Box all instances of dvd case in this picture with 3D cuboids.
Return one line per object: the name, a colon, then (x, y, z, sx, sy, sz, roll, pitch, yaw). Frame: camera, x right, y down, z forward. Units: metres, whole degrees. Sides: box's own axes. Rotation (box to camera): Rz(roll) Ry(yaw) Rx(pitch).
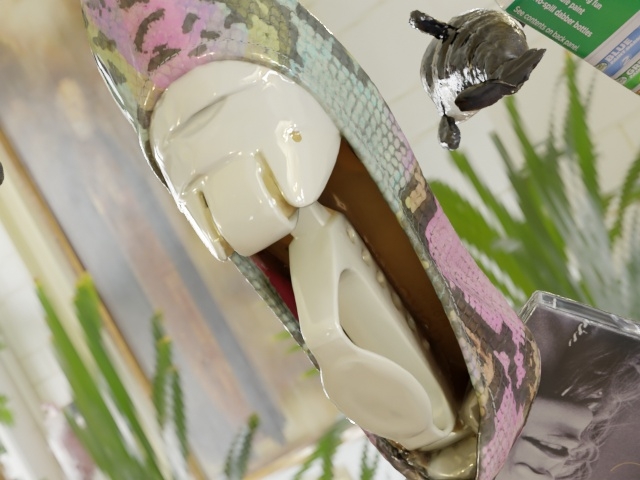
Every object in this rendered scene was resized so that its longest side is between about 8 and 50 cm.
dvd case: (0.148, 0.129, 0.901, 0.018, 0.164, 0.221, -88, 20, -48)

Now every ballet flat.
ballet flat: (0.000, 0.000, 0.497, 0.077, 0.221, 0.079, -27, 24, 25)

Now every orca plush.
orca plush: (0.115, -0.162, 1.402, 0.151, 0.102, 0.287, -59, 6, 17)

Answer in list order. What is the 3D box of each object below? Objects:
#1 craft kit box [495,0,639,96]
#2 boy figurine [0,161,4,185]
craft kit box: (0.229, -0.174, 0.766, 0.246, 0.061, 0.250, -47, -37, 20)
boy figurine: (-0.212, -0.154, 0.802, 0.177, 0.092, 0.285, -30, -40, -47)
